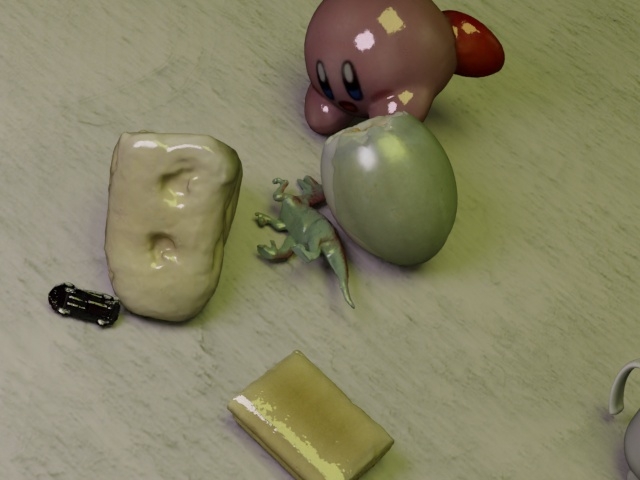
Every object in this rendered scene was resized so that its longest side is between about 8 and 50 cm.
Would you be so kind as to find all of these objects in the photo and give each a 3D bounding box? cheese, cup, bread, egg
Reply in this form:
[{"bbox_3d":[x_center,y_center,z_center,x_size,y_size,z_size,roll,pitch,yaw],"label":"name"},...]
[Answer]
[{"bbox_3d":[-0.197,-0.032,2.002,0.174,0.251,0.248,6,11,0],"label":"cheese"},{"bbox_3d":[0.452,0.257,1.992,0.173,0.142,0.134,29,47,4],"label":"cup"},{"bbox_3d":[-0.012,0.234,1.887,0.178,0.060,0.139,43,50,17],"label":"bread"},{"bbox_3d":[0.100,-0.065,2.110,0.183,0.183,0.217,-29,103,-38],"label":"egg"}]

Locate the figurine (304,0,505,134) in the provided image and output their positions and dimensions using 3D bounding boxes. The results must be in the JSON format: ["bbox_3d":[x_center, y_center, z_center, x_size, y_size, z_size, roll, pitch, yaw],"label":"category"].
[{"bbox_3d":[0.091,-0.295,2.249,0.270,0.211,0.261,11,42,40],"label":"figurine"}]

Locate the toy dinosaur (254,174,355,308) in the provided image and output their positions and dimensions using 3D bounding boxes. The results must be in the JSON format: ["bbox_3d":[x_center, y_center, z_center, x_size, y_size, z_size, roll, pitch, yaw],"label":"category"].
[{"bbox_3d":[0.000,0.000,2.102,0.167,0.053,0.242,-19,51,-41],"label":"toy dinosaur"}]

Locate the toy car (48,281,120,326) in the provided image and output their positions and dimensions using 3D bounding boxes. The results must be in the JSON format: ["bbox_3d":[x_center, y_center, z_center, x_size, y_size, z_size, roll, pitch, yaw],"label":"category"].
[{"bbox_3d":[-0.301,0.079,1.925,0.093,0.041,0.025,18,15,-6],"label":"toy car"}]
